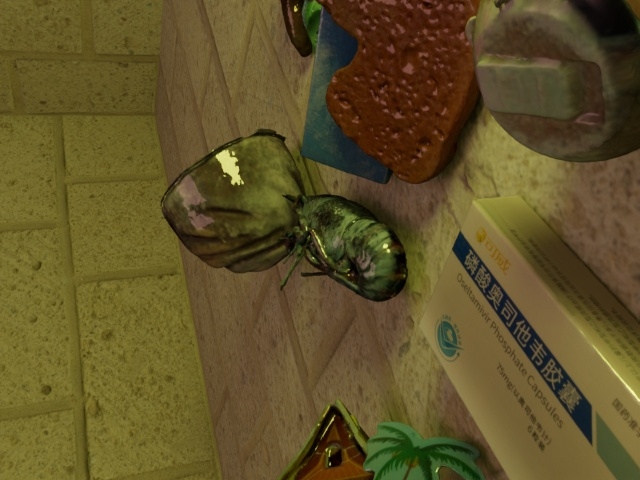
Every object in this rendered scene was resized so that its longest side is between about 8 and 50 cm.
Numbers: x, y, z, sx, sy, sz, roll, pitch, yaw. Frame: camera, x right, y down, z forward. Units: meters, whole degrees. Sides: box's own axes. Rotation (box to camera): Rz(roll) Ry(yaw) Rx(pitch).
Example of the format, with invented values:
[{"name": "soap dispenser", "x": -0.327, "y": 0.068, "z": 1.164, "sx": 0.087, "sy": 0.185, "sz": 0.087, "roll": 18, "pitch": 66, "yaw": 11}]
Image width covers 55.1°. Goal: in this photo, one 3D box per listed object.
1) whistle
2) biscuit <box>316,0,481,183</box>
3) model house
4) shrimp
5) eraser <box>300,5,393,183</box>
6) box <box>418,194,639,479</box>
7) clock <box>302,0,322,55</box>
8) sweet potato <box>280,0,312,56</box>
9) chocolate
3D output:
[{"name": "whistle", "x": 0.243, "y": -0.133, "z": 0.394, "sx": 0.348, "sy": 0.189, "sz": 0.189, "roll": 25, "pitch": 118, "yaw": 46}, {"name": "biscuit", "x": 0.080, "y": -0.229, "z": 0.744, "sx": 0.262, "sy": 0.052, "sz": 0.277, "roll": 35, "pitch": 137, "yaw": 23}, {"name": "model house", "x": 0.108, "y": 0.405, "z": 0.862, "sx": 0.300, "sy": 0.340, "sz": 0.323, "roll": 53, "pitch": -152, "yaw": -35}, {"name": "shrimp", "x": 0.001, "y": 0.000, "z": 0.971, "sx": 0.372, "sy": 0.172, "sz": 0.137, "roll": 20, "pitch": 119, "yaw": 59}, {"name": "eraser", "x": 0.061, "y": -0.235, "z": 0.822, "sx": 0.042, "sy": 0.144, "sz": 0.311, "roll": -50, "pitch": -24, "yaw": -51}, {"name": "box", "x": 0.220, "y": 0.136, "z": 0.585, "sx": 0.343, "sy": 0.065, "sz": 0.200, "roll": -117, "pitch": 31, "yaw": -43}, {"name": "clock", "x": 0.031, "y": -0.372, "z": 0.916, "sx": 0.194, "sy": 0.100, "sz": 0.195, "roll": 138, "pitch": 125, "yaw": -65}, {"name": "sweet potato", "x": -0.053, "y": -0.482, "z": 1.150, "sx": 0.075, "sy": 0.075, "sz": 0.273, "roll": 156, "pitch": 103, "yaw": -67}, {"name": "chocolate", "x": -0.139, "y": -0.048, "z": 1.221, "sx": 0.213, "sy": 0.303, "sz": 0.303, "roll": 56, "pitch": 151, "yaw": 11}]
